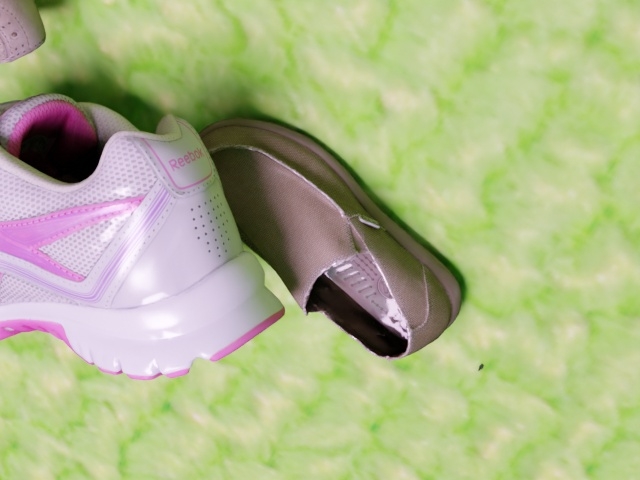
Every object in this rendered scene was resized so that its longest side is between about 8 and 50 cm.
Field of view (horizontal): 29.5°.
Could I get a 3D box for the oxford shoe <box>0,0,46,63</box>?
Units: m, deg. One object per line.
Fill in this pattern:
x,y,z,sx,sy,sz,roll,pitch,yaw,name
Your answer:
-0.281,-0.059,0.574,0.348,0.123,0.130,-24,114,30,oxford shoe

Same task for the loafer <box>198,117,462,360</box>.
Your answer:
0.000,0.000,0.551,0.148,0.050,0.056,35,124,-3,loafer

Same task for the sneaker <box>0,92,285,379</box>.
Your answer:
-0.134,-0.013,0.557,0.252,0.103,0.111,2,109,29,sneaker
